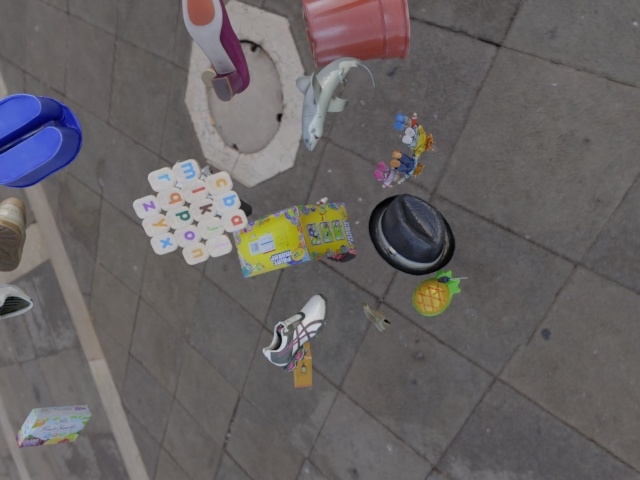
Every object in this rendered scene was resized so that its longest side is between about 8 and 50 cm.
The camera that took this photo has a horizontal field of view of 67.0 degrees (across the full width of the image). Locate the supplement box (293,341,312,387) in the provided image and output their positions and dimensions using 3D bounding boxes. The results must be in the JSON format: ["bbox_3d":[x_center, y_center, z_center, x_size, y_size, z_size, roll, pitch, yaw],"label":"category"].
[{"bbox_3d":[-0.074,0.510,1.974,0.233,0.078,0.080,91,175,-47],"label":"supplement box"}]

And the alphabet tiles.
[{"bbox_3d":[-0.358,-0.076,1.345,0.278,0.021,0.284,-19,110,2],"label":"alphabet tiles"}]

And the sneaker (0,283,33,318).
[{"bbox_3d":[-0.846,0.158,1.210,0.091,0.258,0.094,17,100,18],"label":"sneaker"}]

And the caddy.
[{"bbox_3d":[-0.939,-0.314,1.535,0.341,0.179,0.241,-31,98,-2],"label":"caddy"}]

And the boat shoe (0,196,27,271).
[{"bbox_3d":[-0.910,-0.007,1.396,0.341,0.121,0.110,-31,46,41],"label":"boat shoe"}]

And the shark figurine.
[{"bbox_3d":[0.010,-0.357,1.083,0.116,0.278,0.166,22,154,31],"label":"shark figurine"}]

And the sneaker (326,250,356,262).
[{"bbox_3d":[0.000,0.000,2.004,0.116,0.313,0.136,-45,40,50],"label":"sneaker"}]

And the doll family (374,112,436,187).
[{"bbox_3d":[0.291,-0.275,1.568,0.118,0.163,0.263,30,105,31],"label":"doll family"}]

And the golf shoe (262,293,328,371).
[{"bbox_3d":[-0.073,0.283,1.554,0.105,0.120,0.273,13,70,58],"label":"golf shoe"}]

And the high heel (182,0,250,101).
[{"bbox_3d":[-0.301,-0.621,1.442,0.127,0.181,0.377,5,128,13],"label":"high heel"}]

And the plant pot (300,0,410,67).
[{"bbox_3d":[0.092,-0.633,1.396,0.265,0.272,0.272,-14,96,0],"label":"plant pot"}]

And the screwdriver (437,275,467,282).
[{"bbox_3d":[0.435,0.125,1.597,0.025,0.024,0.170,57,163,1],"label":"screwdriver"}]

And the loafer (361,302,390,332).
[{"bbox_3d":[0.192,0.259,1.670,0.050,0.056,0.148,-36,122,8],"label":"loafer"}]

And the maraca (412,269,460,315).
[{"bbox_3d":[0.414,0.188,1.728,0.186,0.099,0.127,-45,75,10],"label":"maraca"}]

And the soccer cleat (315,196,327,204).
[{"bbox_3d":[0.005,-0.136,1.752,0.029,0.035,0.083,42,166,-6],"label":"soccer cleat"}]

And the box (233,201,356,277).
[{"bbox_3d":[-0.085,-0.006,1.637,0.290,0.279,0.177,-17,87,36],"label":"box"}]

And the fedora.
[{"bbox_3d":[0.332,-0.048,1.689,0.334,0.334,0.152,49,160,17],"label":"fedora"}]

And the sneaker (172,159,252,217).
[{"bbox_3d":[-0.394,-0.188,1.751,0.330,0.122,0.146,22,117,-1],"label":"sneaker"}]

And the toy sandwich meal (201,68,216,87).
[{"bbox_3d":[-0.411,-0.618,1.834,0.085,0.029,0.086,9,133,10],"label":"toy sandwich meal"}]

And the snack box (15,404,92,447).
[{"bbox_3d":[-0.666,0.464,1.213,0.037,0.141,0.100,42,103,34],"label":"snack box"}]
